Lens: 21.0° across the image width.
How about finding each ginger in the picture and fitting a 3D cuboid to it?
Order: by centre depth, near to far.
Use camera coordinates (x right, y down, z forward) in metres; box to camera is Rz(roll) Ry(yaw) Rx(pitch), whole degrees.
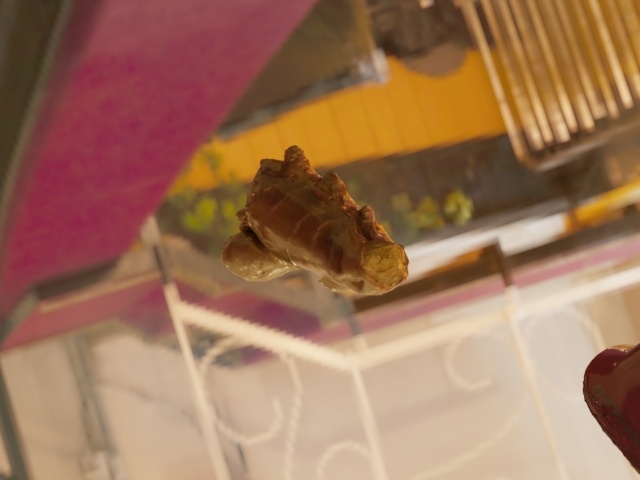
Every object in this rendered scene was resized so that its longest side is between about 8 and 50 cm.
[{"bbox_3d":[-0.003,-0.014,1.509,0.205,0.115,0.081,10,164,38],"label":"ginger"}]

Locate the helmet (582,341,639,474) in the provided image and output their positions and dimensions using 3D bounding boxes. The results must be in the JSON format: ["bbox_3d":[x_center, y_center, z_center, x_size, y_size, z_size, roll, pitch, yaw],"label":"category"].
[{"bbox_3d":[0.316,0.121,1.127,0.154,0.253,0.198,-50,159,27],"label":"helmet"}]
